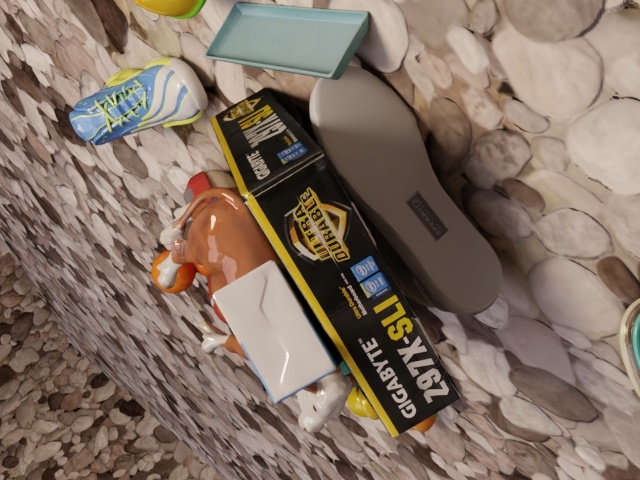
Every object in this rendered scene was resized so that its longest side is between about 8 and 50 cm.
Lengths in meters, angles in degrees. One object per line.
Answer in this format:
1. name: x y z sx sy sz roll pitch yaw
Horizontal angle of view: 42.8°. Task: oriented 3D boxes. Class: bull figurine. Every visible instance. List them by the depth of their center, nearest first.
1. bull figurine: -0.076 0.079 0.953 0.188 0.101 0.310 -9 111 43

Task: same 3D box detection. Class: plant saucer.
1. plant saucer: -0.034 -0.184 0.753 0.192 0.067 0.018 21 168 44

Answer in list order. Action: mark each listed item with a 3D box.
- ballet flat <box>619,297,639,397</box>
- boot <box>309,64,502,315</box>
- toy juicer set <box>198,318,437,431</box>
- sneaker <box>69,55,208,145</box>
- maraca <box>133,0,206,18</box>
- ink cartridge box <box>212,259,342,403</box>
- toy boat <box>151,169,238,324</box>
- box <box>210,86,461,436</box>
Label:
1. ballet flat: 0.314 0.141 0.648 0.248 0.086 0.086 48 155 -3
2. boot: 0.062 -0.037 0.775 0.258 0.095 0.123 57 162 -5
3. toy juicer set: 0.019 0.169 1.125 0.328 0.090 0.209 14 160 27
4. sneaker: -0.238 -0.162 1.033 0.240 0.126 0.091 6 133 56
5. maraca: -0.148 -0.288 0.740 0.127 0.099 0.186 29 142 23
6. ink cartridge box: -0.031 0.081 0.737 0.104 0.060 0.180 59 180 7
7. toy boat: -0.156 0.026 1.112 0.231 0.151 0.151 77 168 -46
8. box: 0.000 0.000 0.793 0.257 0.079 0.322 61 179 -23
